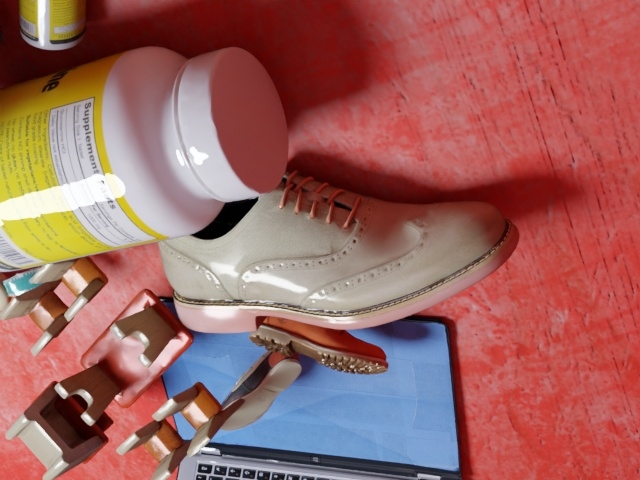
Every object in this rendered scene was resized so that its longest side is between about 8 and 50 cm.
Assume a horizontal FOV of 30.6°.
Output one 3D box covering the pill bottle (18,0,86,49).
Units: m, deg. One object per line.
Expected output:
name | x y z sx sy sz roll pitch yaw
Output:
pill bottle | -0.257 -0.247 1.123 0.065 0.065 0.116 16 132 6

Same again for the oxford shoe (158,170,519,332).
oxford shoe | 0.000 0.000 1.194 0.396 0.140 0.147 -10 117 23

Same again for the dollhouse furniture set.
dollhouse furniture set | -0.244 0.158 1.358 0.262 0.135 0.259 48 121 2

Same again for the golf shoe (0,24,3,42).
golf shoe | -0.444 -0.241 1.187 0.272 0.105 0.120 29 147 2

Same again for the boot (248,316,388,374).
boot | 0.008 0.096 1.302 0.157 0.085 0.059 19 158 6

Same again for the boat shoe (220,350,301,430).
boat shoe | -0.075 0.169 1.357 0.049 0.043 0.137 26 118 -38

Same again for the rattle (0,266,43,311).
rattle | -0.432 0.063 1.395 0.199 0.143 0.130 33 113 -1

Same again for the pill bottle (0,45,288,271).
pill bottle | -0.209 -0.084 1.159 0.333 0.188 0.188 -11 124 26

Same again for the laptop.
laptop | -0.039 0.307 1.399 0.381 0.408 0.236 3 162 18
